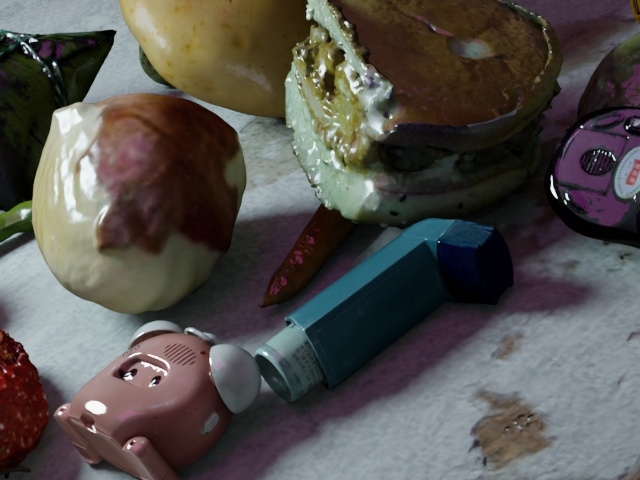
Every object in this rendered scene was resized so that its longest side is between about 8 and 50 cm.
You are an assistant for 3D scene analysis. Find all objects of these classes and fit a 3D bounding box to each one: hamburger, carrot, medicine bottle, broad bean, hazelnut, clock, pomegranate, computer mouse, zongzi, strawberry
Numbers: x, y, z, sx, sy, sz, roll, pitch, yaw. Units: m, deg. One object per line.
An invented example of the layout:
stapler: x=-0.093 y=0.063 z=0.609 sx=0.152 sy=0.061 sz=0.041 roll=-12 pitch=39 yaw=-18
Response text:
hamburger: x=0.117 y=-0.162 z=1.423 sx=0.276 sy=0.195 sz=0.318 roll=-3 pitch=39 yaw=-16
carrot: x=0.000 y=0.000 z=1.429 sx=0.057 sy=0.057 sz=0.224 roll=5 pitch=42 yaw=35
medicine bottle: x=0.060 y=0.065 z=1.263 sx=0.258 sy=0.079 sz=0.124 roll=-34 pitch=33 yaw=-21
broad bean: x=-0.441 y=0.004 z=1.671 sx=0.256 sy=0.053 sz=0.052 roll=-27 pitch=-12 yaw=-15
hazelnut: x=-0.213 y=-0.051 z=1.446 sx=0.261 sy=0.241 sz=0.261 roll=-40 pitch=21 yaw=18
clock: x=-0.153 y=0.145 z=1.233 sx=0.165 sy=0.093 sz=0.162 roll=14 pitch=50 yaw=43
pomegranate: x=-0.078 y=-0.345 z=1.721 sx=0.411 sy=0.412 sz=0.411 roll=-14 pitch=32 yaw=9
computer mouse: x=0.332 y=-0.045 z=1.243 sx=0.233 sy=0.096 sz=0.137 roll=21 pitch=84 yaw=34
zongzi: x=-0.537 y=-0.224 z=1.790 sx=0.383 sy=0.362 sz=0.319 roll=1 pitch=55 yaw=26
strawberry: x=-0.340 y=0.147 z=1.312 sx=0.174 sy=0.098 sz=0.228 roll=16 pitch=28 yaw=12

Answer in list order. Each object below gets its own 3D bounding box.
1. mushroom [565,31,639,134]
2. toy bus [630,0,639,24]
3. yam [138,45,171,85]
mushroom: x=0.432 y=-0.159 z=1.354 sx=0.344 sy=0.130 sz=0.247 roll=1 pitch=35 yaw=32
toy bus: x=0.447 y=-0.329 z=1.651 sx=0.088 sy=0.083 sz=0.194 roll=-7 pitch=31 yaw=27
yam: x=-0.226 y=-0.308 z=1.983 sx=0.107 sy=0.107 sz=0.183 roll=-15 pitch=33 yaw=9
